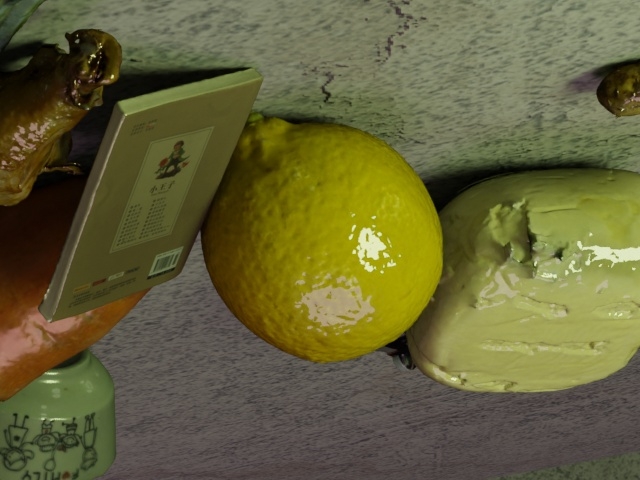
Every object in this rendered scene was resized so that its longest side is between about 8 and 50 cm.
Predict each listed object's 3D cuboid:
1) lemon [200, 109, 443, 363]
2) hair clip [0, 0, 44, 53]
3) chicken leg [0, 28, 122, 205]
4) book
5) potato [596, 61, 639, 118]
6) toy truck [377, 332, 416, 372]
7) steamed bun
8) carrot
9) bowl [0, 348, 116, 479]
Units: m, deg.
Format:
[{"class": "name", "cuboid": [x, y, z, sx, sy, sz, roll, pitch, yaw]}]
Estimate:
[{"class": "lemon", "cuboid": [0.000, 0.000, 1.356, 0.187, 0.187, 0.244, -17, 130, 21]}, {"class": "hair clip", "cuboid": [-0.199, -0.139, 1.042, 0.060, 0.033, 0.188, 5, 159, -36]}, {"class": "chicken leg", "cuboid": [-0.185, -0.084, 1.137, 0.101, 0.085, 0.207, 4, 160, -39]}, {"class": "book", "cuboid": [-0.123, -0.032, 1.238, 0.138, 0.016, 0.198, -20, 145, -46]}, {"class": "potato", "cuboid": [0.258, -0.121, 1.350, 0.083, 0.040, 0.051, -10, 175, 3]}, {"class": "toy truck", "cuboid": [0.068, 0.069, 1.765, 0.083, 0.092, 0.192, -25, 150, 37]}, {"class": "steamed bun", "cuboid": [0.192, 0.022, 1.564, 0.232, 0.166, 0.273, 0, 148, -12]}, {"class": "carrot", "cuboid": [-0.208, 0.011, 1.373, 0.225, 0.159, 0.159, -31, 158, 12]}, {"class": "bowl", "cuboid": [-0.293, 0.148, 1.684, 0.211, 0.211, 0.112, 1, 117, -33]}]
